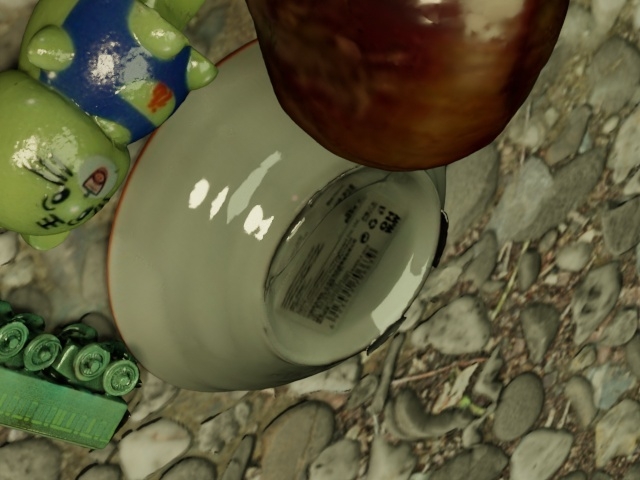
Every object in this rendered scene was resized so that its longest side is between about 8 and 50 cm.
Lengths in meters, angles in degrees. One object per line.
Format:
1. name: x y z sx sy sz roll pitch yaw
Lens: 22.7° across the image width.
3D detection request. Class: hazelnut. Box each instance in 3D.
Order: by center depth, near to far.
1. hazelnut: 0.046 -0.135 0.868 0.178 0.178 0.204 -20 128 -33

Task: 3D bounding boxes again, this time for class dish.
1. dish: 0.000 0.000 0.988 0.260 0.085 0.260 -23 130 -31

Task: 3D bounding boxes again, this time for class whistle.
1. whistle: -0.110 -0.088 0.825 0.227 0.085 0.105 -52 148 -3

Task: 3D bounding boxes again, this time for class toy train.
1. toy train: -0.163 0.079 0.926 0.148 0.038 0.071 25 101 -49
